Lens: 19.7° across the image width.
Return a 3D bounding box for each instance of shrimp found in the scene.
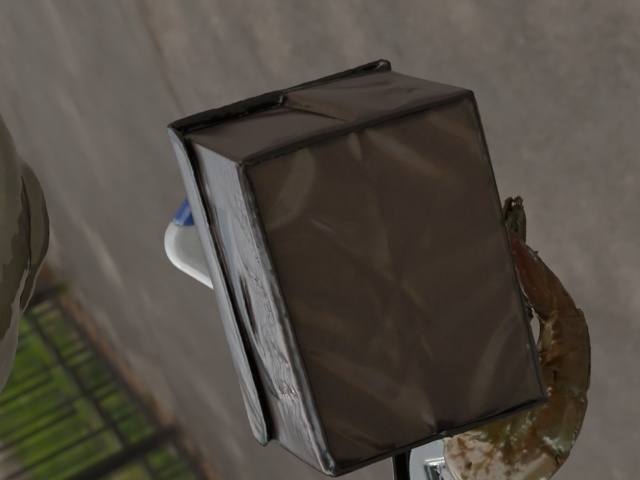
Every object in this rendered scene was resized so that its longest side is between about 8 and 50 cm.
[{"bbox_3d":[0.153,0.077,1.442,0.145,0.061,0.267,-29,43,42],"label":"shrimp"}]

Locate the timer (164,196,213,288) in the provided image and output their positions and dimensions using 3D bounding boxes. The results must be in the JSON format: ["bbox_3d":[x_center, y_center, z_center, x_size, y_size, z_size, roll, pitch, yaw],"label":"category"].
[{"bbox_3d":[0.000,0.000,1.684,0.253,0.178,0.078,32,178,-5],"label":"timer"}]

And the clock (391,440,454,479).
[{"bbox_3d":[0.131,0.216,1.623,0.184,0.040,0.185,30,128,48],"label":"clock"}]

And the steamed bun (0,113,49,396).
[{"bbox_3d":[-0.296,0.010,1.101,0.383,0.236,0.247,62,143,43],"label":"steamed bun"}]

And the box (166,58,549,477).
[{"bbox_3d":[0.027,0.020,1.296,0.153,0.188,0.252,-153,48,-66],"label":"box"}]
